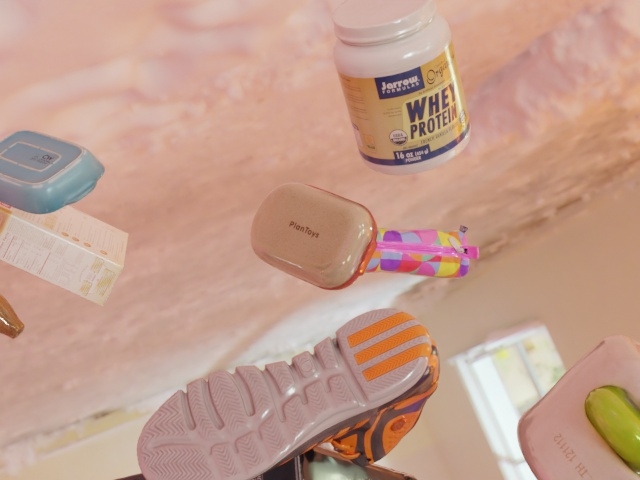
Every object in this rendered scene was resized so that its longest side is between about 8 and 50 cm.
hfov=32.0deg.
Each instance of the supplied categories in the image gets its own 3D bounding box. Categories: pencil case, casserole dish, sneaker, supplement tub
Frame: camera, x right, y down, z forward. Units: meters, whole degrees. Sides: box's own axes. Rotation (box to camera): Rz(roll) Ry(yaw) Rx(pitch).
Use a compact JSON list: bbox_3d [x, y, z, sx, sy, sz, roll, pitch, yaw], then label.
[{"bbox_3d":[0.167,0.019,2.082,0.236,0.104,0.104,2,161,-18],"label":"pencil case"},{"bbox_3d":[-0.350,-0.090,1.368,0.114,0.188,0.037,-44,136,-31],"label":"casserole dish"},{"bbox_3d":[-0.018,0.197,1.159,0.321,0.124,0.180,-21,148,3],"label":"sneaker"},{"bbox_3d":[0.153,-0.309,2.149,0.228,0.316,0.228,-13,-148,8],"label":"supplement tub"}]

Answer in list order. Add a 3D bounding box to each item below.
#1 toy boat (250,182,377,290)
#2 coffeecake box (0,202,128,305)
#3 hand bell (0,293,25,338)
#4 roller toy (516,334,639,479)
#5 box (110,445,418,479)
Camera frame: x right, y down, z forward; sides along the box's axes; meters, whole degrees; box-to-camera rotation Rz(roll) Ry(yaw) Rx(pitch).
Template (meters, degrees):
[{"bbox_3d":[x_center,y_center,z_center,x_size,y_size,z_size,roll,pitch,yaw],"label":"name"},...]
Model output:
[{"bbox_3d":[0.000,0.000,1.855,0.151,0.231,0.151,34,80,-57],"label":"toy boat"},{"bbox_3d":[-0.358,-0.001,1.499,0.068,0.185,0.142,-60,-165,13],"label":"coffeecake box"},{"bbox_3d":[-0.421,0.027,1.215,0.126,0.242,0.126,-51,174,-8],"label":"hand bell"},{"bbox_3d":[0.272,0.193,0.961,0.146,0.209,0.191,-46,-168,13],"label":"roller toy"},{"bbox_3d":[-0.107,0.397,1.340,0.395,0.212,0.293,-18,153,26],"label":"box"}]
